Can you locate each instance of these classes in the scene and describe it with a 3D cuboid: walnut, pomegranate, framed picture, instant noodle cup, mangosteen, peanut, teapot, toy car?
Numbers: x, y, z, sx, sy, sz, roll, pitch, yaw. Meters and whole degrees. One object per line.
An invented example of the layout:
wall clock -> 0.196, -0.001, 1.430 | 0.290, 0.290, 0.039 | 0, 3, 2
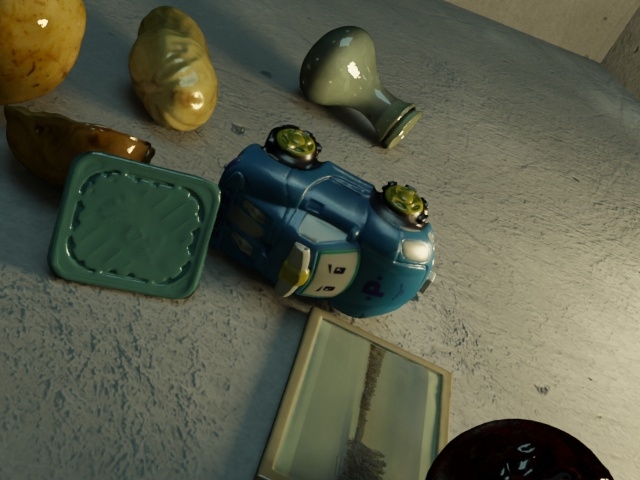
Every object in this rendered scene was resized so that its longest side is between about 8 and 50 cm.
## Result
walnut -> -0.319, -0.107, 0.917 | 0.211, 0.087, 0.167 | 14, -2, 21
pomegranate -> -0.461, -0.320, 0.990 | 0.260, 0.260, 0.260 | 19, 34, -13
framed picture -> 0.054, 0.210, 0.833 | 0.213, 0.016, 0.289 | 26, 33, -3
instant noodle cup -> -0.222, -0.021, 0.849 | 0.179, 0.157, 0.070 | 14, 13, -21
mangosteen -> 0.192, 0.275, 0.679 | 0.209, 0.210, 0.210 | 19, 34, -13
peanut -> -0.256, -0.308, 1.214 | 0.147, 0.148, 0.319 | 10, 39, -25
teapot -> 0.087, -0.309, 1.447 | 0.251, 0.183, 0.183 | 44, 35, 6
toy car -> 0.000, 0.000, 0.932 | 0.314, 0.198, 0.166 | 29, 43, 1
